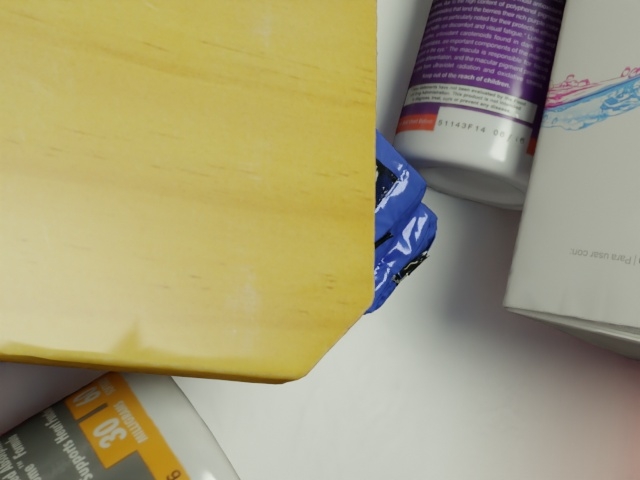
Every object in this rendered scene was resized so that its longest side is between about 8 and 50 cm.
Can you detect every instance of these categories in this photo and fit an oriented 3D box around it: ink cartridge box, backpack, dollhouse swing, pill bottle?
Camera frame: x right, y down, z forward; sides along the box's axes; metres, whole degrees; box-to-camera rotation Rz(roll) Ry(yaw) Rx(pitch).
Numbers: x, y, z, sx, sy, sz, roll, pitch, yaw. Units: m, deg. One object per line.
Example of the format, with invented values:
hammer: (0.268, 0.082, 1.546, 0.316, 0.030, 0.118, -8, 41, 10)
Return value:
ink cartridge box: (0.219, -0.067, 0.808, 0.201, 0.117, 0.278, 21, 80, -55)
backpack: (0.000, 0.000, 0.817, 0.101, 0.098, 0.120, 45, 77, -9)
dollhouse swing: (-0.184, -0.072, 0.738, 0.305, 0.315, 0.346, 11, 74, -40)
pill bottle: (0.117, -0.124, 0.848, 0.108, 0.108, 0.193, 17, 82, -11)
pill bottle: (-0.167, 0.195, 0.731, 0.278, 0.162, 0.162, -31, 92, -14)
